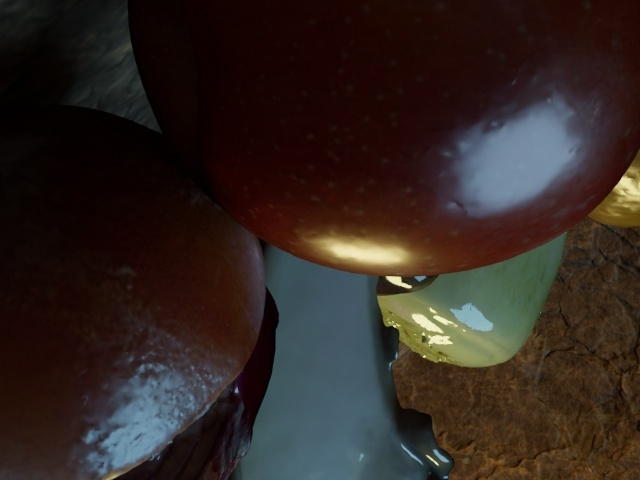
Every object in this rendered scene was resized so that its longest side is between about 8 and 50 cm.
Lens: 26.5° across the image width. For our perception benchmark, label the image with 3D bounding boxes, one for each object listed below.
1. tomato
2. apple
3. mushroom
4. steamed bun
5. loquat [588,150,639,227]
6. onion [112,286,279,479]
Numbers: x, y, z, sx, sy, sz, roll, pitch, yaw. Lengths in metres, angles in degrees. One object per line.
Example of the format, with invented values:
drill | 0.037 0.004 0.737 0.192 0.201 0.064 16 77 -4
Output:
tomato | -0.132 0.010 0.661 0.112 0.199 0.228 81 26 -51
apple | 0.030 -0.105 0.626 0.216 0.260 0.260 -13 158 -20
mushroom | -0.101 0.089 1.072 0.224 0.314 0.397 7 171 -41
steamed bun | 0.133 -0.011 1.204 0.232 0.166 0.273 -58 150 -9
loquat | 0.220 -0.172 0.894 0.328 0.328 0.328 -41 169 -10
onion | -0.145 0.080 0.827 0.206 0.216 0.207 -44 179 -22
